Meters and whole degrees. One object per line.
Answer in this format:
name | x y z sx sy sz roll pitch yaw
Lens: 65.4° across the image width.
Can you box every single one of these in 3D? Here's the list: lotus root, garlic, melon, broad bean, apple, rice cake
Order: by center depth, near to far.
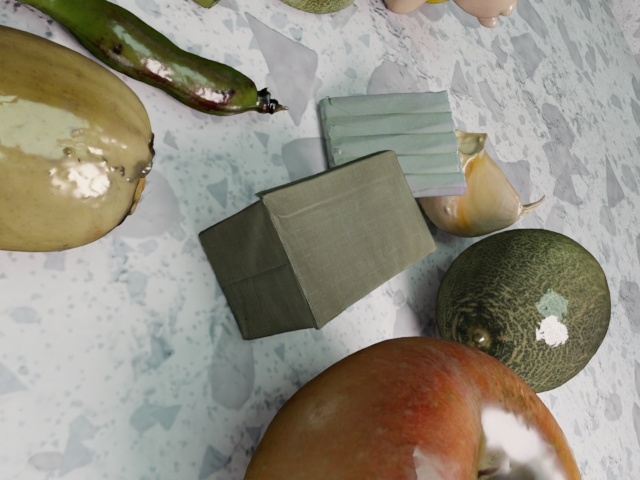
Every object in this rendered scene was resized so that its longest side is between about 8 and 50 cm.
lotus root | -0.292 -0.087 0.400 0.310 0.183 0.182 10 70 -31
apple | 0.084 0.276 0.508 0.338 0.305 0.338 20 51 -27
broad bean | -0.185 -0.210 0.591 0.339 0.061 0.077 20 56 -35
rice cake | 0.108 -0.143 0.758 0.198 0.037 0.189 -9 78 4
melon | 0.326 0.102 0.798 0.329 0.249 0.248 -17 87 -47
melon | -0.021 -0.408 0.803 0.182 0.054 0.098 -39 96 -41
garlic | 0.262 -0.086 0.860 0.245 0.164 0.145 28 42 -37

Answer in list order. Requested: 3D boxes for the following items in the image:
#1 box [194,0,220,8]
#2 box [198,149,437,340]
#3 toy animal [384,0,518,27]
box | -0.234 -0.566 0.616 0.420 0.138 0.373 26 61 -31
box | 0.000 0.000 0.619 0.231 0.149 0.155 -28 94 -42
toy animal | 0.194 -0.517 0.925 0.247 0.277 0.345 -27 82 -14
